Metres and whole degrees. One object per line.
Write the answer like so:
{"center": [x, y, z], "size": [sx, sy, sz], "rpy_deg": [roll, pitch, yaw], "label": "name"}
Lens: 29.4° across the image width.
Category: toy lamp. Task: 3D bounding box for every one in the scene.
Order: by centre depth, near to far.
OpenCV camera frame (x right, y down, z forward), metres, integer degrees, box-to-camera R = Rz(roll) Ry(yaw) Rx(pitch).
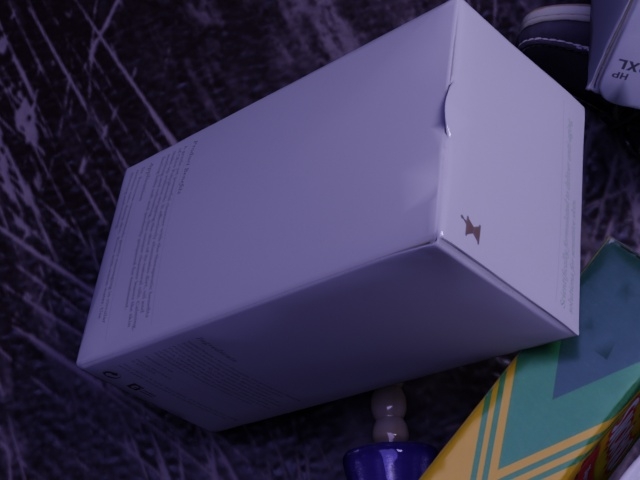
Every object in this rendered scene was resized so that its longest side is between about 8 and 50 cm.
{"center": [0.051, 0.103, 0.994], "size": [0.080, 0.080, 0.274], "rpy_deg": [-8, 64, 9], "label": "toy lamp"}

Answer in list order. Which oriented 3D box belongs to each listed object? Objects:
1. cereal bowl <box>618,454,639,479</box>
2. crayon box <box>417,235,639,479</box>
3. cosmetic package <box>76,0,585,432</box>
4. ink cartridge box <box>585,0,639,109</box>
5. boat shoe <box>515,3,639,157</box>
{"center": [0.327, 0.245, 0.729], "size": [0.339, 0.141, 0.339], "rpy_deg": [-26, 42, 26], "label": "cereal bowl"}
{"center": [0.146, 0.171, 0.878], "size": [0.081, 0.202, 0.318], "rpy_deg": [36, 81, 23], "label": "crayon box"}
{"center": [0.000, 0.000, 0.896], "size": [0.365, 0.155, 0.197], "rpy_deg": [-19, 49, 40], "label": "cosmetic package"}
{"center": [0.339, -0.238, 0.965], "size": [0.223, 0.129, 0.307], "rpy_deg": [12, 51, -1], "label": "ink cartridge box"}
{"center": [0.288, -0.112, 1.017], "size": [0.285, 0.103, 0.092], "rpy_deg": [24, 70, 14], "label": "boat shoe"}
